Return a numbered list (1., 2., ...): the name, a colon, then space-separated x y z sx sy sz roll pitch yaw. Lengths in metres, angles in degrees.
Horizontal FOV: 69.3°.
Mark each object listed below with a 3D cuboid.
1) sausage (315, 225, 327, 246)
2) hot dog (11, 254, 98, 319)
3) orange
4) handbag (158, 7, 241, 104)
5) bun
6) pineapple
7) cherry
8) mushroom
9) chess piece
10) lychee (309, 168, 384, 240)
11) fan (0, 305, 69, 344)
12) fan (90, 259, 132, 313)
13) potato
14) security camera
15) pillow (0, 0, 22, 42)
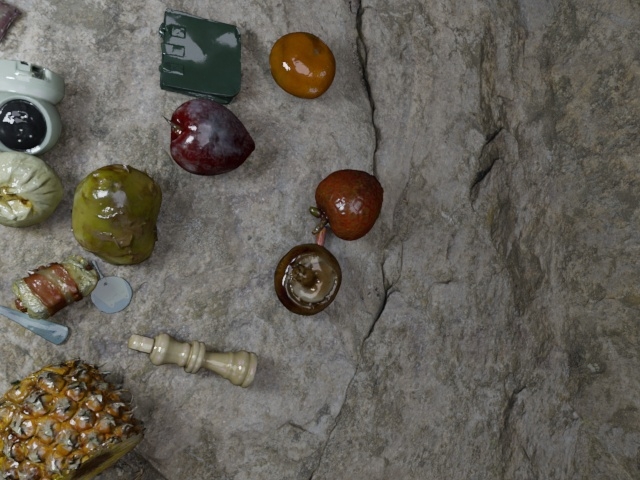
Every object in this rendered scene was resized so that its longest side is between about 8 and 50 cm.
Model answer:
1. sausage: 0.000 0.000 1.709 0.034 0.034 0.129 15 82 -26
2. hot dog: -0.735 0.130 1.292 0.213 0.103 0.146 -27 80 -35
3. orange: -0.065 -0.606 1.614 0.240 0.171 0.240 6 78 -28
4. handbag: -0.389 -0.587 1.498 0.260 0.079 0.247 3 87 -27
5. bun: -0.787 -0.119 1.205 0.222 0.127 0.222 -16 137 -15
6. pineapple: -0.653 0.473 1.183 0.352 0.352 0.300 -34 80 -24
7. cherry: -0.344 -0.313 1.444 0.300 0.203 0.230 8 78 -35
8. mushroom: -0.042 0.134 1.616 0.253 0.153 0.253 -3 97 -22
9. chess piece: -0.400 0.367 1.453 0.397 0.117 0.117 20 80 -24
10. lychee: 0.090 -0.121 1.650 0.300 0.255 0.255 -31 104 4
11. fan: -0.836 0.204 1.277 0.282 0.023 0.057 36 75 -24
12. fan: -0.640 0.135 1.388 0.113 0.005 0.175 -30 104 -24
13. potato: -0.579 -0.072 1.323 0.246 0.196 0.299 -5 93 -26
14. security camera: -0.790 -0.336 1.226 0.195 0.194 0.236 7 90 -27
15. pillow: -0.917 -0.633 1.242 0.185 0.043 0.118 36 76 -22
